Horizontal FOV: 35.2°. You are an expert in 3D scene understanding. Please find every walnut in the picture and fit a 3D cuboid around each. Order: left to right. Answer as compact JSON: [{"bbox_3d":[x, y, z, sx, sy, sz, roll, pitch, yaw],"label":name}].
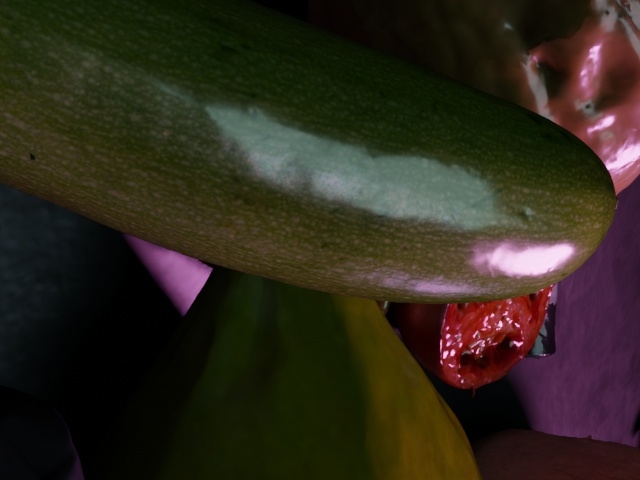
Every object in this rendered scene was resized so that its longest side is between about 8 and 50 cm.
[{"bbox_3d":[0.101,-0.121,0.553,0.228,0.228,0.228,-23,122,-43],"label":"walnut"}]

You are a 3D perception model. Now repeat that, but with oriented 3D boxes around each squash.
[{"bbox_3d":[-0.045,-0.048,0.396,0.395,0.107,0.107,18,91,-23],"label":"squash"}]

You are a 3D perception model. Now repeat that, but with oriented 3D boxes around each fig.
[{"bbox_3d":[-0.034,0.136,0.534,0.233,0.233,0.314,-27,92,-41],"label":"fig"}]

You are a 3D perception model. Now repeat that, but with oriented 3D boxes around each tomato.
[{"bbox_3d":[0.105,0.014,0.710,0.174,0.082,0.166,-13,119,-52],"label":"tomato"}]

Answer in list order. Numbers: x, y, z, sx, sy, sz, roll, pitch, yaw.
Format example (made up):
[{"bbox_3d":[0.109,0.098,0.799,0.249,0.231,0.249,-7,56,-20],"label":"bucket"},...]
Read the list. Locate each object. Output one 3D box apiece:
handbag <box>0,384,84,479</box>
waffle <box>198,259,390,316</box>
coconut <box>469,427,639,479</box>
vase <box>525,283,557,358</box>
[{"bbox_3d":[-0.193,0.235,0.365,0.275,0.177,0.302,-35,126,-52],"label":"handbag"},{"bbox_3d":[-0.001,0.000,0.609,0.148,0.042,0.102,34,79,-51],"label":"waffle"},{"bbox_3d":[0.244,0.357,0.798,0.404,0.404,0.405,-23,122,-43],"label":"coconut"},{"bbox_3d":[0.175,0.008,0.811,0.059,0.059,0.167,-9,111,-48],"label":"vase"}]
